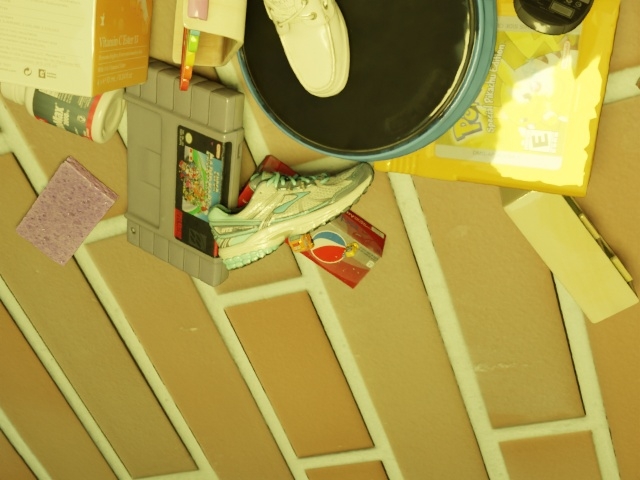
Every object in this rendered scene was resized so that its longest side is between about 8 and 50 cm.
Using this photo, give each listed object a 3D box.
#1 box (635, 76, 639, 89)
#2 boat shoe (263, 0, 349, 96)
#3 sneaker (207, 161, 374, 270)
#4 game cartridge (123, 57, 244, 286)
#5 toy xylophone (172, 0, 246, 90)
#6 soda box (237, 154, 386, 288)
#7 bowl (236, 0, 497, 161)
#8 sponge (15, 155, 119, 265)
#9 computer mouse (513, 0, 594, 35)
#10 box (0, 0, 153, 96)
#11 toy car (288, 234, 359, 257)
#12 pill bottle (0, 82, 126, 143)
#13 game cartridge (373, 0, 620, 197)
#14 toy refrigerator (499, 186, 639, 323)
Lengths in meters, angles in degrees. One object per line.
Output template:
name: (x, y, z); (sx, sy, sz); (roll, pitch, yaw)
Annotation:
box: (0.532, -0.203, 0.901); (0.122, 0.257, 0.128); (20, 121, -3)
boat shoe: (-0.038, -0.326, 0.916); (0.098, 0.096, 0.277); (-12, 102, 24)
sneaker: (-0.051, -0.064, 1.077); (0.282, 0.110, 0.122); (-29, 97, 3)
game cartridge: (-0.240, -0.111, 1.172); (0.230, 0.068, 0.355); (27, 125, 28)
toy xylophone: (-0.153, -0.347, 0.944); (0.081, 0.322, 0.237); (4, 87, -15)
soda box: (-0.016, -0.033, 1.204); (0.263, 0.083, 0.092); (35, 121, -9)
bowl: (0.054, -0.303, 0.986); (0.390, 0.077, 0.392); (6, 110, 19)
sponge: (-0.489, -0.052, 1.315); (0.117, 0.031, 0.210); (40, 118, -13)
computer mouse: (0.358, -0.343, 0.890); (0.184, 0.262, 0.060); (23, 160, 5)
box: (-0.343, -0.395, 0.951); (0.168, 0.215, 0.346); (11, 110, 4)
toy car: (0.000, 0.000, 1.146); (0.121, 0.041, 0.060); (0, 120, 13)
pill bottle: (-0.432, -0.243, 1.150); (0.180, 0.108, 0.108); (21, 121, -1)
game cartridge: (0.246, -0.223, 1.005); (0.323, 0.052, 0.286); (9, 108, 17)
toy refrigerator: (0.413, -0.002, 1.130); (0.094, 0.102, 0.269); (-33, 108, 25)
